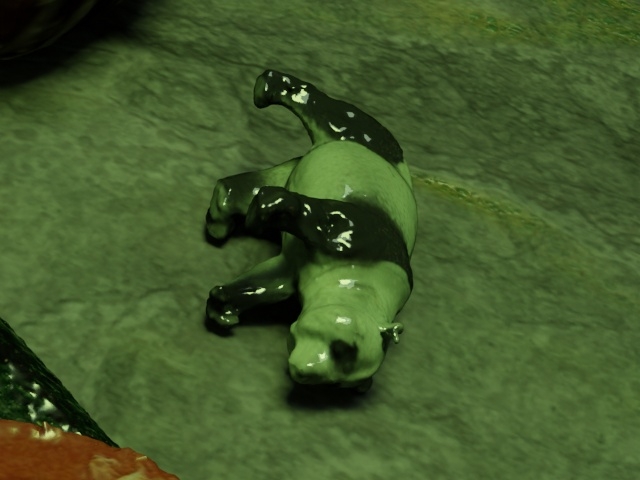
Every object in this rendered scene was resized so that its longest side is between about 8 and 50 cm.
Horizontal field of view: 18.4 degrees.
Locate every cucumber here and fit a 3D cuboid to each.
[{"bbox_3d":[-0.174,0.065,1.025,0.058,0.052,0.215,9,29,-51],"label":"cucumber"}]

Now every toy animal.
[{"bbox_3d":[0.000,0.000,1.174,0.121,0.094,0.225,21,32,-14],"label":"toy animal"}]

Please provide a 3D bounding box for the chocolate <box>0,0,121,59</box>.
[{"bbox_3d":[-0.192,-0.243,1.307,0.210,0.225,0.340,33,35,5],"label":"chocolate"}]

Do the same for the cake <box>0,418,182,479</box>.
[{"bbox_3d":[-0.142,0.194,0.779,0.177,0.150,0.283,11,33,10],"label":"cake"}]
